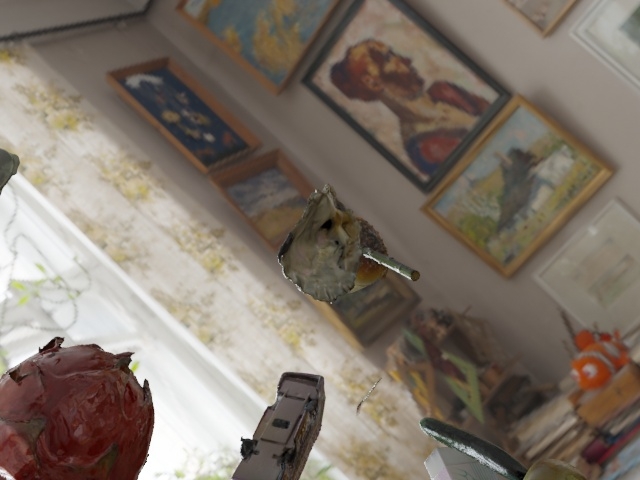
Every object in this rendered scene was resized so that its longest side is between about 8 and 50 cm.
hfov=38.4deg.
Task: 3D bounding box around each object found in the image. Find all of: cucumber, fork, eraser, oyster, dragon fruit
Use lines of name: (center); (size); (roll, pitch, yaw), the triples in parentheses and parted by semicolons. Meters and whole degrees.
cucumber: (0.221, 0.295, 1.306); (0.036, 0.184, 0.033); (-54, -35, -21)
fork: (0.099, 0.322, 1.912); (0.016, 0.012, 0.115); (-41, -17, -56)
eraser: (0.250, 0.426, 1.426); (0.095, 0.225, 0.052); (2, -45, -30)
oyster: (0.000, 0.000, 1.018); (0.045, 0.146, 0.121); (-20, -12, 39)
dragon fruit: (-0.331, 0.251, 1.168); (0.252, 0.241, 0.241); (-21, -26, -55)

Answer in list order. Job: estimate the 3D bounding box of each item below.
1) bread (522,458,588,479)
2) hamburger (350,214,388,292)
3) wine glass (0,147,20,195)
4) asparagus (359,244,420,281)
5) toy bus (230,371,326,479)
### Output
bread: (0.296, 0.390, 1.182); (0.213, 0.104, 0.213); (11, -90, -67)
hamburger: (0.049, 0.017, 1.434); (0.141, 0.127, 0.081); (10, -35, -40)
wine glass: (-0.503, -0.156, 1.210); (0.156, 0.156, 0.232); (-43, -37, -20)
asparagus: (0.077, 0.024, 1.108); (0.018, 0.127, 0.015); (-12, -69, -30)
toy bus: (-0.064, 0.337, 1.525); (0.274, 0.090, 0.112); (-60, -31, -56)
